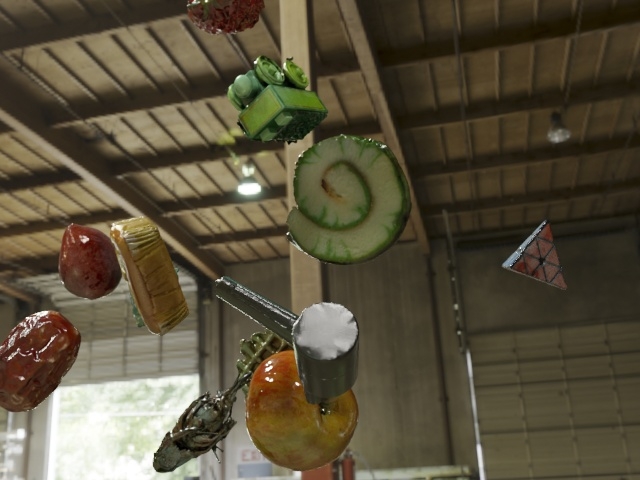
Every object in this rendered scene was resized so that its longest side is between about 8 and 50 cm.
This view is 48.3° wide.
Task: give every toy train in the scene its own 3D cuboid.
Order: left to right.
[{"bbox_3d":[-0.110,-0.355,1.823,0.159,0.188,0.272,-38,-15,28],"label":"toy train"}]

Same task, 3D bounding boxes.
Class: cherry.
[{"bbox_3d":[-0.749,0.067,2.340,0.206,0.239,0.239,12,-21,-9],"label":"cherry"}]

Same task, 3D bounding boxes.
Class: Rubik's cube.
[{"bbox_3d":[0.578,0.065,2.108,0.191,0.211,0.178,-8,-7,-30],"label":"Rubik's cube"}]

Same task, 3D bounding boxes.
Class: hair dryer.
[{"bbox_3d":[-0.065,0.172,1.318,0.303,0.116,0.244,31,-29,19],"label":"hair dryer"}]

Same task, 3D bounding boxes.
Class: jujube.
[{"bbox_3d":[-0.697,0.291,1.728,0.174,0.250,0.174,37,-12,9],"label":"jujube"}]

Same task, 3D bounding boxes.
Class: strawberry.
[{"bbox_3d":[-0.236,-0.615,1.831,0.184,0.186,0.202,-4,-7,43],"label":"strawberry"}]

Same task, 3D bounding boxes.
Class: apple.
[{"bbox_3d":[-0.039,0.424,1.791,0.302,0.301,0.301,-2,-19,-1],"label":"apple"}]

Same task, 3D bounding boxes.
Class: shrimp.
[{"bbox_3d":[-0.307,0.517,1.959,0.372,0.172,0.137,-42,0,9],"label":"shrimp"}]

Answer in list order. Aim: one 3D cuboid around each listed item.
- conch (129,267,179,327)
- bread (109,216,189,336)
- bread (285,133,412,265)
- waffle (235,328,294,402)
[{"bbox_3d":[-0.561,0.192,2.373,0.134,0.202,0.196,8,-18,-33],"label":"conch"},{"bbox_3d":[-0.414,0.080,1.728,0.119,0.288,0.152,-26,31,-21],"label":"bread"},{"bbox_3d":[0.066,-0.107,2.016,0.382,0.366,0.129,-35,-5,3],"label":"bread"},{"bbox_3d":[-0.088,0.375,2.015,0.310,0.291,0.056,-15,-11,11],"label":"waffle"}]
